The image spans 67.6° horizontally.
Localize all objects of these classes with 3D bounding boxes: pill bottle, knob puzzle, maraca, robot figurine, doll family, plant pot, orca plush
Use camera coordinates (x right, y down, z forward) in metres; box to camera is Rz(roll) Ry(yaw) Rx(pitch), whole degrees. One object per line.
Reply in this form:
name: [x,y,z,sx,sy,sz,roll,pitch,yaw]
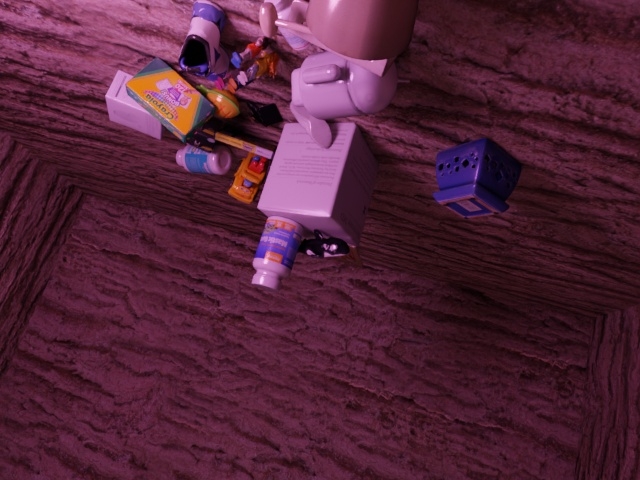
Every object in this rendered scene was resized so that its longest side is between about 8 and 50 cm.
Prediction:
pill bottle: [-0.083,-0.609,1.316,0.087,0.087,0.160,5,160,33]
knob puzzle: [0.079,0.034,1.979,0.213,0.029,0.213,24,159,10]
pill bottle: [-0.173,0.056,1.852,0.153,0.271,0.152,15,164,4]
pill bottle: [-0.578,-0.401,2.350,0.264,0.146,0.146,7,161,25]
maraca: [-0.391,-0.535,1.830,0.186,0.099,0.127,29,163,0]
robot figurine: [0.077,-0.469,1.421,0.354,0.199,0.300,4,-169,35]
doll family: [-0.219,-0.546,1.544,0.118,0.163,0.263,52,152,-13]
plant pot: [0.571,-0.213,1.779,0.236,0.211,0.236,25,162,-30]
plant pot: [0.116,-0.580,1.018,0.257,0.256,0.274,17,148,-2]
orca plush: [0.000,0.000,1.880,0.151,0.102,0.287,-14,-169,-26]

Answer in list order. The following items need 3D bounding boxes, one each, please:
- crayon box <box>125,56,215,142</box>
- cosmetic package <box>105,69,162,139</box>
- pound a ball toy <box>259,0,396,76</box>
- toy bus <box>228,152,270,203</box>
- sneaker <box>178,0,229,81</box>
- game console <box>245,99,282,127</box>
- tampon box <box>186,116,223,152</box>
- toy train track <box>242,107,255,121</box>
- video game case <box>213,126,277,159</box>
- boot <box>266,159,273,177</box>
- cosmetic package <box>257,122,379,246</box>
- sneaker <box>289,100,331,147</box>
crayon box: [-0.550,-0.515,1.762,0.278,0.165,0.081,41,160,-5]
cosmetic package: [-0.753,-0.561,2.005,0.225,0.138,0.224,22,162,-14]
pound a ball toy: [0.028,-0.513,1.202,0.320,0.208,0.135,27,148,7]
toy bus: [-0.329,-0.314,2.295,0.150,0.220,0.211,27,155,-18]
sneaker: [-0.379,-0.582,1.515,0.128,0.182,0.315,19,163,-3]
game console: [-0.222,-0.512,1.893,0.107,0.071,0.122,42,173,23]
tampon box: [-0.514,-0.477,2.118,0.121,0.101,0.161,20,163,-16]
toy train track: [-0.293,-0.515,1.950,0.048,0.014,0.083,15,159,30]
video game case: [-0.309,-0.413,2.022,0.249,0.035,0.275,18,-165,-9]
boot: [-0.110,-0.301,2.332,0.281,0.096,0.264,12,163,11]
cosmetic package: [0.006,-0.224,1.949,0.328,0.393,0.329,7,162,27]
sneaker: [-0.038,-0.437,1.795,0.212,0.080,0.094,52,168,-11]
